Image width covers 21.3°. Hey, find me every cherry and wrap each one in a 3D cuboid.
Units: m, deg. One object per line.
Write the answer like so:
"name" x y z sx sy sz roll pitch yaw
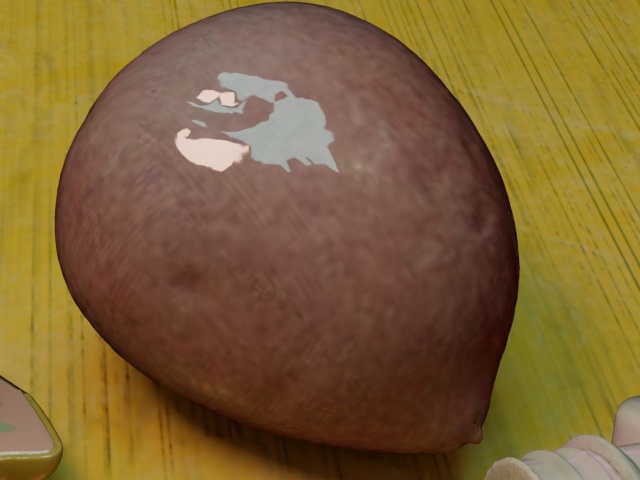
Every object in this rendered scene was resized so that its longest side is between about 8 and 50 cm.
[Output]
"cherry" -0.004 -0.010 0.868 0.239 0.206 0.239 7 20 -3

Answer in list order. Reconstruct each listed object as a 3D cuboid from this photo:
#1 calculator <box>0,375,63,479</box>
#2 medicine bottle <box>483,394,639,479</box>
"calculator" -0.243 0.082 0.850 0.157 0.033 0.236 -23 39 -35
"medicine bottle" 0.237 0.131 0.760 0.324 0.124 0.179 -6 27 -15
